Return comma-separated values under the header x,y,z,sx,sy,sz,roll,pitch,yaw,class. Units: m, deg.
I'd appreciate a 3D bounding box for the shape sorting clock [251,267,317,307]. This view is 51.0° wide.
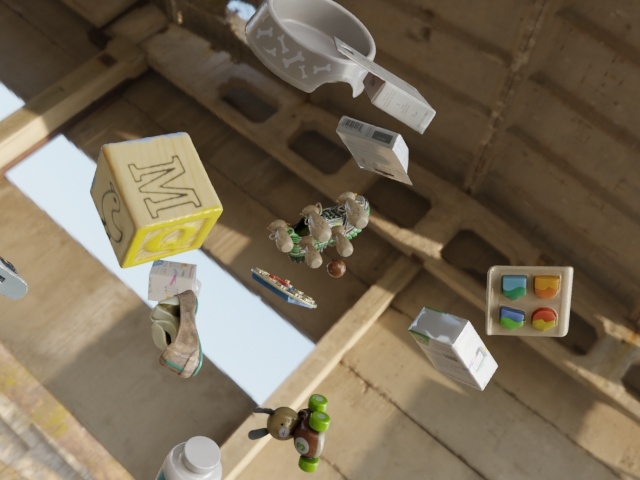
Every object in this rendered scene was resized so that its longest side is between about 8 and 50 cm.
x,y,z,sx,sy,sz,roll,pitch,yaw,class
-0.098,0.127,1.842,0.206,0.040,0.206,29,3,-2,shape sorting clock

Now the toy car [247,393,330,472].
x,y,z,sx,sy,sz,roll,pitch,yaw,class
-0.085,0.478,1.706,0.188,0.155,0.149,11,19,-8,toy car

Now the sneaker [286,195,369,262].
x,y,z,sx,sy,sz,roll,pitch,yaw,class
0.023,-0.059,2.356,0.134,0.343,0.146,46,-16,47,sneaker

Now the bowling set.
x,y,z,sx,sy,sz,roll,pitch,yaw,class
0.000,0.000,1.917,0.154,0.286,0.200,-116,-167,-51,bowling set

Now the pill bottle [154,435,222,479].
x,y,z,sx,sy,sz,roll,pitch,yaw,class
-0.335,0.604,1.670,0.146,0.146,0.264,38,-57,15,pill bottle

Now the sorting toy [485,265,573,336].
x,y,z,sx,sy,sz,roll,pitch,yaw,class
0.520,0.156,1.673,0.208,0.038,0.193,-1,-69,6,sorting toy

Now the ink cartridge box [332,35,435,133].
x,y,z,sx,sy,sz,roll,pitch,yaw,class
0.118,-0.343,1.455,0.238,0.060,0.275,28,19,-11,ink cartridge box

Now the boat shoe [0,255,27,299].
x,y,z,sx,sy,sz,roll,pitch,yaw,class
-0.690,0.049,1.385,0.083,0.065,0.183,29,-21,48,boat shoe

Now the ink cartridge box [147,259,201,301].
x,y,z,sx,sy,sz,roll,pitch,yaw,class
-0.413,0.119,1.917,0.143,0.092,0.090,7,-63,-6,ink cartridge box

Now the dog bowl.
x,y,z,sx,sy,sz,roll,pitch,yaw,class
-0.014,-0.514,1.711,0.348,0.348,0.102,41,-50,9,dog bowl

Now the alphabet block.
x,y,z,sx,sy,sz,roll,pitch,yaw,class
-0.347,-0.084,1.402,0.197,0.193,0.192,63,-34,16,alphabet block

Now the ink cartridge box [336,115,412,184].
x,y,z,sx,sy,sz,roll,pitch,yaw,class
0.165,-0.253,1.905,0.189,0.066,0.232,23,-6,28,ink cartridge box

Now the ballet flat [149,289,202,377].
x,y,z,sx,sy,sz,roll,pitch,yaw,class
-0.337,0.193,1.553,0.106,0.108,0.316,22,16,-23,ballet flat

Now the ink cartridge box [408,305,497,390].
x,y,z,sx,sy,sz,roll,pitch,yaw,class
0.462,0.375,2.330,0.201,0.117,0.278,15,-30,50,ink cartridge box
